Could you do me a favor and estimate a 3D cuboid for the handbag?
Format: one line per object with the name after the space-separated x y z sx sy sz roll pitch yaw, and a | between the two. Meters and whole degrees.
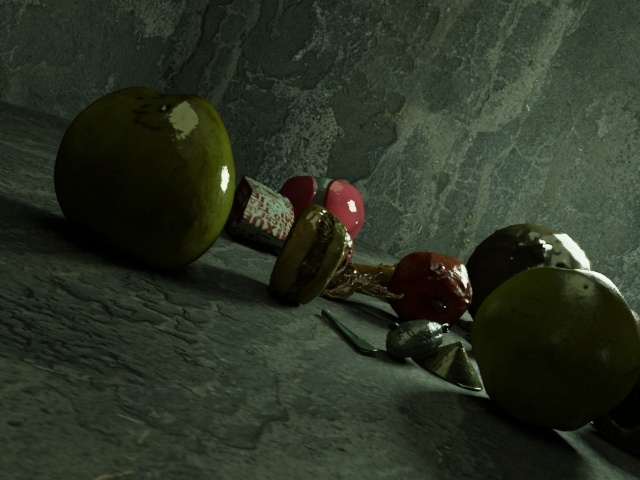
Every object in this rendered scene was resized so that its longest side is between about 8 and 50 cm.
-0.161 -0.063 1.953 0.171 0.151 0.298 28 7 -20 | handbag

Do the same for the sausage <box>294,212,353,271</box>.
0.000 0.000 2.025 0.152 0.152 0.280 21 6 -27 | sausage

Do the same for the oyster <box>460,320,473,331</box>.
0.449 0.259 2.041 0.051 0.034 0.093 39 -15 -31 | oyster

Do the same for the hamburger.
-0.023 0.027 1.379 0.108 0.213 0.214 25 5 -5 | hamburger

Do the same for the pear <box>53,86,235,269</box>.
-0.281 -0.115 1.184 0.304 0.303 0.304 24 5 -2 | pear

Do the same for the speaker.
-0.011 -0.093 2.278 0.294 0.294 0.294 24 5 -2 | speaker

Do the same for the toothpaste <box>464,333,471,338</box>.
0.524 0.297 1.896 0.268 0.047 0.069 20 25 -12 | toothpaste

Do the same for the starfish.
0.082 0.098 1.650 0.241 0.043 0.227 15 26 17 | starfish

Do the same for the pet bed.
0.629 0.342 1.419 0.211 0.159 0.183 13 38 -57 | pet bed

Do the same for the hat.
0.256 0.223 1.336 0.146 0.067 0.146 24 5 -2 | hat

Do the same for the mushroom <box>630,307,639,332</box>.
0.922 0.370 2.188 0.331 0.356 0.334 20 -32 -13 | mushroom

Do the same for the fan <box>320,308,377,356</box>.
0.046 0.165 1.278 0.038 0.016 0.193 18 8 -30 | fan

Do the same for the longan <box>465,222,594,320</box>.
0.620 0.142 2.109 0.391 0.391 0.391 24 5 -2 | longan

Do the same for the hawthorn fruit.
0.266 0.134 1.674 0.208 0.207 0.243 23 10 -4 | hawthorn fruit

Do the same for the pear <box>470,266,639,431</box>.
0.415 0.183 1.239 0.294 0.294 0.294 24 5 -2 | pear

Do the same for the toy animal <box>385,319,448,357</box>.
0.202 0.178 1.345 0.079 0.070 0.253 18 14 31 | toy animal

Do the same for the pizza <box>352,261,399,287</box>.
0.250 0.102 2.100 0.280 0.075 0.288 10 5 23 | pizza
